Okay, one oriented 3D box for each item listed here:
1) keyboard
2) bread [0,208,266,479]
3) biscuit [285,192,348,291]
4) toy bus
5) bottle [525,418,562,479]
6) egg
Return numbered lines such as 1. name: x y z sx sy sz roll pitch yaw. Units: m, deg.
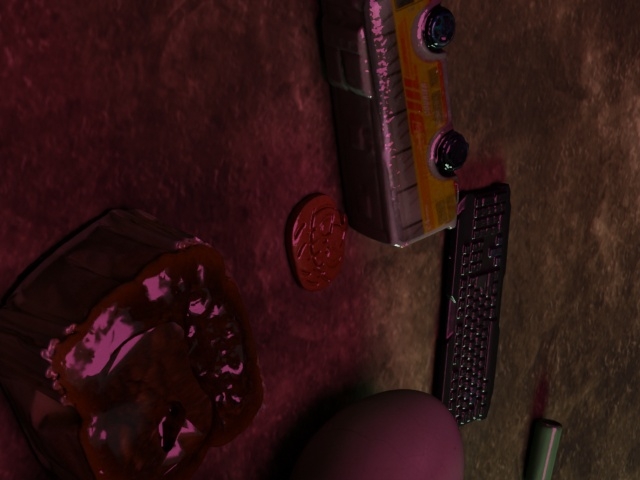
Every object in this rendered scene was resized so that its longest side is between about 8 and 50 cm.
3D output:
1. keyboard: 0.160 0.072 1.689 0.106 0.016 0.262 -13 112 -47
2. bread: -0.144 0.101 1.272 0.192 0.110 0.209 -39 130 -33
3. biscuit: 0.000 0.000 1.480 0.078 0.015 0.091 -40 130 -34
4. toy bus: 0.064 -0.129 1.459 0.106 0.092 0.268 -25 122 -31
5. bottle: 0.253 0.247 1.849 0.030 0.030 0.083 0 103 -50
6. egg: 0.054 0.226 1.517 0.209 0.151 0.151 -52 136 -35
